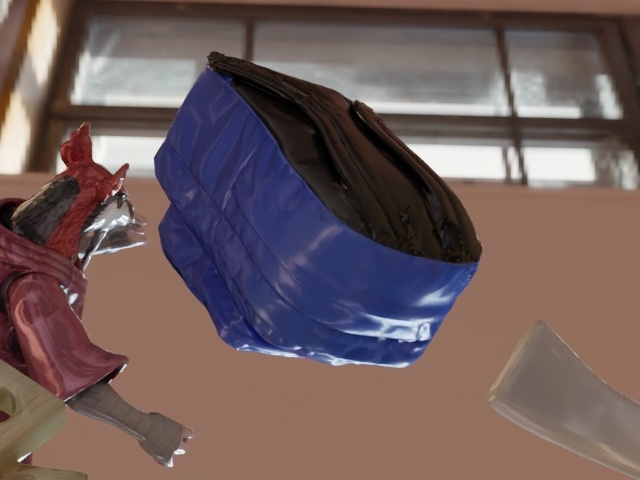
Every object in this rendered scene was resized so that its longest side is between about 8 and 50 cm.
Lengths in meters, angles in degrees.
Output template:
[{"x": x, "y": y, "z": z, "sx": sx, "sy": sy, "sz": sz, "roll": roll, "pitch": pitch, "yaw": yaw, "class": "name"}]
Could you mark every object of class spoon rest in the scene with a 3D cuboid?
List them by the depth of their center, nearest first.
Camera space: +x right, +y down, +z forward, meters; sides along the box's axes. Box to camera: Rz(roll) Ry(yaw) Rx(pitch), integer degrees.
[{"x": 0.187, "y": 0.080, "z": 0.599, "sx": 0.137, "sy": 0.084, "sz": 0.276, "roll": -54, "pitch": -160, "yaw": -17, "class": "spoon rest"}]

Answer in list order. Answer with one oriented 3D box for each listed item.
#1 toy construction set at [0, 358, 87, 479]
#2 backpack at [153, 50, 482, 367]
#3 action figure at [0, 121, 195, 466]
[{"x": -0.080, "y": 0.176, "z": 0.458, "sx": 0.215, "sy": 0.151, "sz": 0.328, "roll": -117, "pitch": -165, "yaw": -45, "class": "toy construction set"}, {"x": 0.000, "y": 0.000, "z": 0.525, "sx": 0.120, "sy": 0.098, "sz": 0.101, "roll": 47, "pitch": -60, "yaw": 40, "class": "backpack"}, {"x": -0.245, "y": 0.077, "z": 0.976, "sx": 0.370, "sy": 0.275, "sz": 0.248, "roll": -68, "pitch": -151, "yaw": 17, "class": "action figure"}]
